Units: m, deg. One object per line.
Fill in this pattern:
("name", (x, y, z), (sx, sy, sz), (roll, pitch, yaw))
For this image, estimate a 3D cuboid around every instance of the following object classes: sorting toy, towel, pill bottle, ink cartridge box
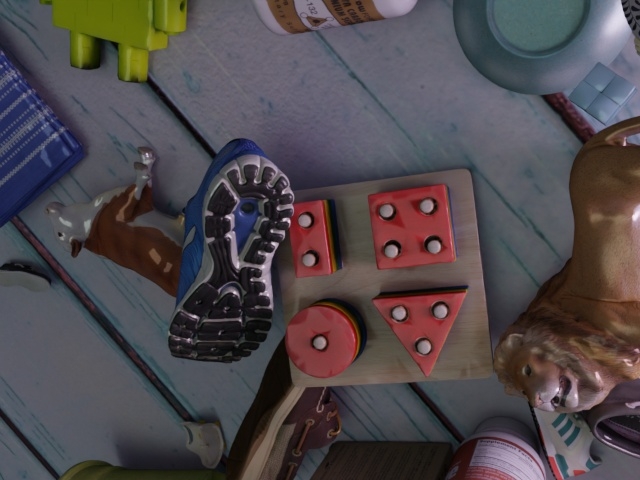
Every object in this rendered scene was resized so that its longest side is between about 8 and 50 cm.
("sorting toy", (0.065, 0.055, 0.834), (0.257, 0.089, 0.255), (-7, 92, 16))
("towel", (-0.548, -0.200, 1.064), (0.243, 0.040, 0.336), (-35, 97, 19))
("pill bottle", (0.214, 0.318, 0.857), (0.121, 0.216, 0.121), (9, 113, 22))
("pill bottle", (0.044, -0.302, 0.737), (0.229, 0.131, 0.131), (-2, 109, 24))
("sorting toy", (-0.205, 0.333, 1.160), (0.075, 0.045, 0.083), (0, 110, 33))
("ink cartridge box", (0.069, 0.374, 0.935), (0.193, 0.235, 0.088), (-9, 105, 28))

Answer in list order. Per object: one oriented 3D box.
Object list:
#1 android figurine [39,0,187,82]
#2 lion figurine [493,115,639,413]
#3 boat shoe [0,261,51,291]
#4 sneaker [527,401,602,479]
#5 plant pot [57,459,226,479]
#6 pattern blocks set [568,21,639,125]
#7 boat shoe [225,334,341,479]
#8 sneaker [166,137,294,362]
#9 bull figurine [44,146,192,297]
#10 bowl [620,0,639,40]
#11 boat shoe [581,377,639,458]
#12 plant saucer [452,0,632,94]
("android figurine", (-0.281, -0.355, 0.911), (0.248, 0.056, 0.272), (20, 119, 17))
("lion figurine", (0.327, 0.012, 0.750), (0.240, 0.142, 0.391), (9, 100, 29))
("boat shoe", (-0.514, 0.061, 1.193), (0.125, 0.038, 0.046), (2, 130, 25))
("sneaker", (0.313, 0.228, 0.879), (0.075, 0.057, 0.161), (-17, 100, 10))
("plant pot", (-0.277, 0.493, 1.148), (0.254, 0.276, 0.276), (-13, 104, 17))
("pattern blocks set", (0.395, -0.214, 0.610), (0.285, 0.026, 0.324), (34, 104, 25))
("boat shoe", (-0.027, 0.251, 1.017), (0.123, 0.123, 0.341), (20, 110, -18))
("sneaker", (-0.117, 0.020, 0.879), (0.130, 0.147, 0.329), (11, 120, -19))
("bull figurine", (-0.247, -0.015, 1.002), (0.311, 0.101, 0.188), (28, 113, 7))
("bowl", (0.342, -0.238, 0.578), (0.170, 0.080, 0.170), (-1, 88, 28))
("boat shoe", (0.466, 0.250, 0.784), (0.335, 0.095, 0.112), (20, 115, 16))
("plant saucer", (0.232, -0.249, 0.727), (0.195, 0.037, 0.194), (9, 113, 22))
